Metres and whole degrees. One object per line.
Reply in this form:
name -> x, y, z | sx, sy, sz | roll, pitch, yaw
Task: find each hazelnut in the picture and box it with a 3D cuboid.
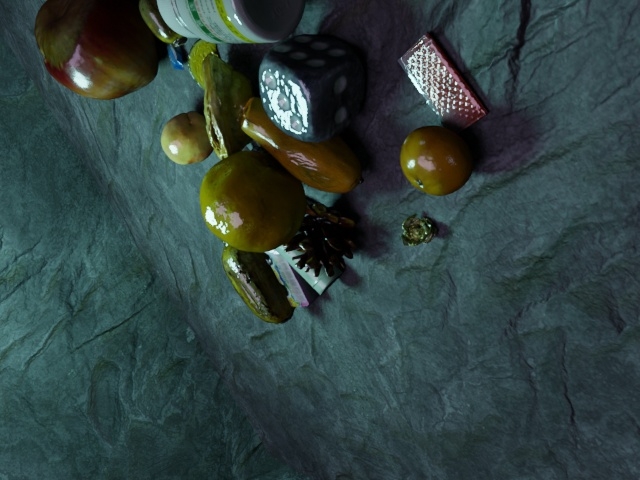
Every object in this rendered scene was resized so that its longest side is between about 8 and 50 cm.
hazelnut -> -0.703, -0.615, 1.697 | 0.410, 0.359, 0.358 | 31, 144, 45

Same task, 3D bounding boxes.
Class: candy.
candy -> -0.459, -0.603, 1.675 | 0.088, 0.038, 0.136 | 31, 138, 54

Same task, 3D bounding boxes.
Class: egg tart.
egg tart -> -0.240, -0.360, 1.476 | 0.319, 0.128, 0.318 | 173, 90, -88

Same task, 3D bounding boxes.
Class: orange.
orange -> 0.235, -0.162, 1.102 | 0.156, 0.124, 0.156 | 33, 172, 5
orange -> -0.170, -0.106, 1.392 | 0.279, 0.279, 0.235 | 44, 128, 14

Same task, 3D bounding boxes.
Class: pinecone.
pinecone -> -0.002, 0.002, 1.539 | 0.229, 0.201, 0.202 | 44, 175, -39

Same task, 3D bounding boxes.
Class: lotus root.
lotus root -> -0.448, -0.652, 1.524 | 0.120, 0.120, 0.209 | -14, 111, 57
lotus root -> -0.229, 0.129, 1.963 | 0.397, 0.196, 0.179 | 56, 145, -8

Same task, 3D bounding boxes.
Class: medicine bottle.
medicine bottle -> -0.216, -0.560, 1.225 | 0.340, 0.208, 0.208 | 18, 135, 43

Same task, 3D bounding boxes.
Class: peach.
peach -> -0.436, -0.340, 1.778 | 0.184, 0.184, 0.184 | 34, 145, 28

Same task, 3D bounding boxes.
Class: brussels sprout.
brussels sprout -> 0.245, -0.023, 1.320 | 0.085, 0.058, 0.085 | 1, 91, 39

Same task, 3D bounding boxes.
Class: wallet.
wallet -> 0.240, -0.307, 1.063 | 0.196, 0.020, 0.103 | 53, 151, -2

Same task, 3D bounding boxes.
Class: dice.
dice -> -0.019, -0.346, 1.209 | 0.182, 0.181, 0.183 | 34, 146, 28

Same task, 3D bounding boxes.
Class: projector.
projector -> -0.080, 0.024, 1.735 | 0.337, 0.108, 0.108 | 45, 149, 8

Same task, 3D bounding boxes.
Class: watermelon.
watermelon -> -0.344, -0.511, 1.575 | 0.092, 0.075, 0.181 | 23, 138, 33

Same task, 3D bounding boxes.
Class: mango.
mango -> -0.046, -0.243, 1.346 | 0.359, 0.187, 0.144 | 38, 116, 11

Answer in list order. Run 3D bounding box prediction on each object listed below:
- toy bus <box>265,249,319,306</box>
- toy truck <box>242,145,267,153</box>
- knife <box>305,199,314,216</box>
toy bus -> -0.105, 0.101, 1.876 | 0.112, 0.090, 0.273 | -4, 118, 49
toy truck -> -0.178, -0.201, 1.626 | 0.286, 0.136, 0.111 | 29, 163, 36
knife -> -0.114, -0.129, 1.697 | 0.266, 0.040, 0.073 | 27, 158, 36
